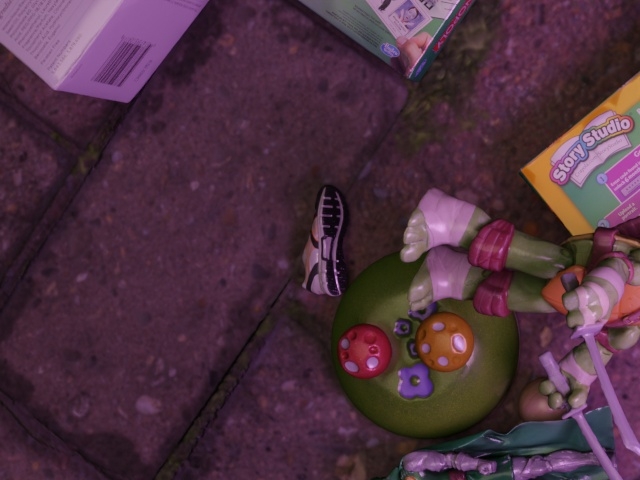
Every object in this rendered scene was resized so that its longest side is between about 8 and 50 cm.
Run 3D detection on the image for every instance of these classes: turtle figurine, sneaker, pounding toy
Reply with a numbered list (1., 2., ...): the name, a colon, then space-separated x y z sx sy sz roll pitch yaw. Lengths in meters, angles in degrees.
1. turtle figurine: 0.190 0.078 1.562 0.266 0.198 0.274 19 94 20
2. sneaker: 0.000 0.000 1.781 0.044 0.040 0.109 -6 77 44
3. pounding toy: 0.102 0.118 1.713 0.183 0.110 0.237 -42 78 13

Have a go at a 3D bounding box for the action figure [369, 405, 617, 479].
1. action figure: 0.155 0.223 1.689 0.232 0.063 0.137 -6 115 10

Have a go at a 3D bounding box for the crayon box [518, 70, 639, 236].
1. crayon box: 0.338 -0.084 1.655 0.278 0.081 0.165 -40 79 14

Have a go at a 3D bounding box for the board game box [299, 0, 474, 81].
1. board game box: 0.025 -0.328 1.770 0.317 0.046 0.213 38 99 14

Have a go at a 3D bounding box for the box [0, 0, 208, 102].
1. box: -0.206 -0.240 1.769 0.119 0.181 0.182 41 101 12
